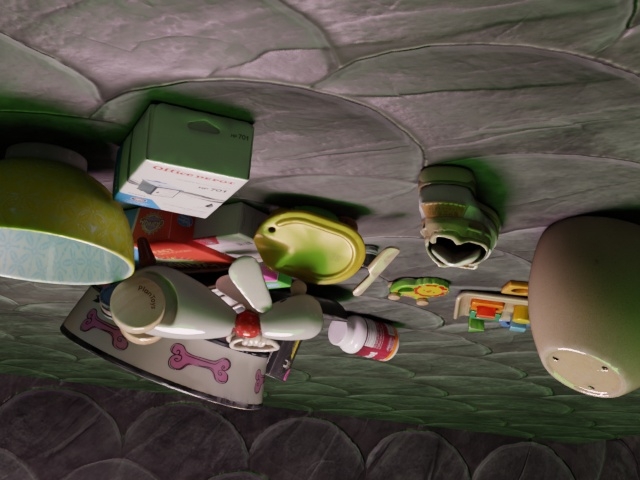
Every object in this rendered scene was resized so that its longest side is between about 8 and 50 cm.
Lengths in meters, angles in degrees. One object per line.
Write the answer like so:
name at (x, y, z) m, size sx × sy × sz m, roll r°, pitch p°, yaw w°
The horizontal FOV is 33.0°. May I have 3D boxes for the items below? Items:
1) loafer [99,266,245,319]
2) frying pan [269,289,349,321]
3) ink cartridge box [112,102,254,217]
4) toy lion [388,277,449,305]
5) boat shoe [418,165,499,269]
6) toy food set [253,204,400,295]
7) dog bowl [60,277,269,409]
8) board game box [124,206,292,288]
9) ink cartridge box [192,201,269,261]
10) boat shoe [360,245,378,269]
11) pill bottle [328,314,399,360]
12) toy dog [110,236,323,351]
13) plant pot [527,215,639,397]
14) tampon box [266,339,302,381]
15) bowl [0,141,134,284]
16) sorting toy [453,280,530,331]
loafer at (-0.251, 0.079, 1.837) m, size 0.268 × 0.096 × 0.084 m, roll -4°, pitch 143°, yaw 5°
frying pan at (-0.024, 0.145, 2.251) m, size 0.197 × 0.053 × 0.326 m, roll 9°, pitch 174°, yaw 12°
ink cartridge box at (-0.184, -0.101, 1.426) m, size 0.140 × 0.082 × 0.191 m, roll 11°, pitch 164°, yaw -20°
toy lion at (0.191, 0.091, 2.062) m, size 0.100 × 0.034 × 0.096 m, roll 11°, pitch 155°, yaw -21°
boat shoe at (0.197, -0.010, 1.588) m, size 0.113 × 0.103 × 0.302 m, roll -1°, pitch 163°, yaw 20°
toy food set at (0.000, 0.000, 1.705) m, size 0.218 × 0.071 × 0.128 m, roll 20°, pitch 125°, yaw -18°
dog bowl at (-0.274, 0.175, 2.051) m, size 0.408 × 0.150 × 0.408 m, roll 22°, pitch 178°, yaw 1°
board game box at (-0.237, 0.023, 1.879) m, size 0.242 × 0.064 × 0.317 m, roll -8°, pitch 159°, yaw 36°
ink cartridge box at (-0.124, -0.011, 1.750) m, size 0.099 × 0.056 × 0.135 m, roll -7°, pitch 159°, yaw 35°
boat shoe at (0.049, 0.041, 1.907) m, size 0.049 × 0.040 × 0.142 m, roll 15°, pitch 160°, yaw -31°
pill bottle at (0.095, 0.213, 2.391) m, size 0.152 × 0.086 × 0.086 m, roll 18°, pitch 159°, yaw -36°
toy dog at (-0.174, 0.076, 1.691) m, size 0.334 × 0.160 × 0.220 m, roll 7°, pitch 165°, yaw -29°
plant pot at (0.434, 0.126, 1.647) m, size 0.284 × 0.191 × 0.284 m, roll 23°, pitch 153°, yaw 13°
tampon box at (-0.137, 0.215, 2.325) m, size 0.161 × 0.120 × 0.101 m, roll 20°, pitch 171°, yaw 23°
bowl at (-0.399, -0.047, 1.531) m, size 0.290 × 0.156 × 0.289 m, roll 4°, pitch 163°, yaw 1°
sorting toy at (0.367, 0.147, 2.165) m, size 0.196 × 0.047 × 0.347 m, roll 3°, pitch 163°, yaw 6°
